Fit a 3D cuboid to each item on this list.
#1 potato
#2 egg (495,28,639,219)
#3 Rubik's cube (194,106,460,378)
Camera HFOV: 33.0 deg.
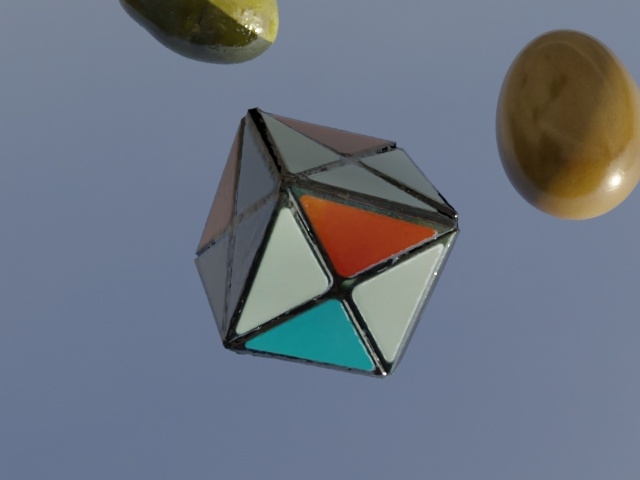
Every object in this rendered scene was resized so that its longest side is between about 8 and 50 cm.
[{"bbox_3d":[-0.171,-0.337,1.483,0.169,0.248,0.143,-42,-151,41],"label":"potato"},{"bbox_3d":[0.419,-0.194,1.815,0.250,0.322,0.250,-7,180,0],"label":"egg"},{"bbox_3d":[-0.001,0.000,1.405,0.250,0.246,0.248,12,-155,-21],"label":"Rubik's cube"}]
